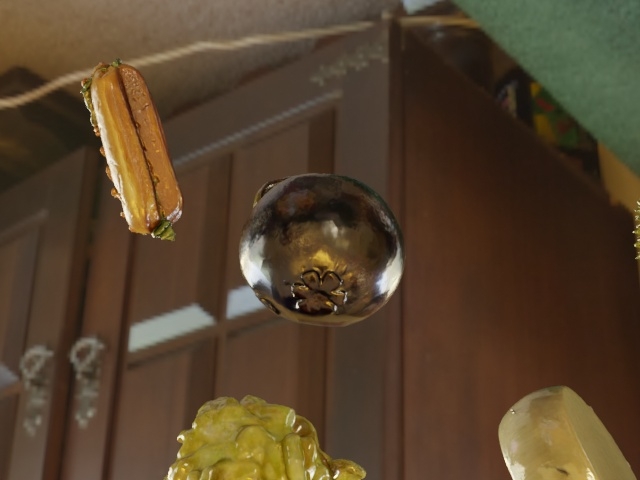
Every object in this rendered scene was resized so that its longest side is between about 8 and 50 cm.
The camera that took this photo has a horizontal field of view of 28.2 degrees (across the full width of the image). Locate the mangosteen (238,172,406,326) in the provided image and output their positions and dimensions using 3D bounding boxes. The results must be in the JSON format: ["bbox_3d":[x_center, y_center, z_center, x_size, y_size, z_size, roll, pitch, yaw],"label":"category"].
[{"bbox_3d":[0.000,0.000,1.498,0.194,0.230,0.194,-2,118,-4],"label":"mangosteen"}]

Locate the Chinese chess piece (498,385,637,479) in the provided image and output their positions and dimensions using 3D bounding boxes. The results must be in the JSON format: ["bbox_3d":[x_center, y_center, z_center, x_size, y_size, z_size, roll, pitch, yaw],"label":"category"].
[{"bbox_3d":[0.343,0.320,1.691,0.102,0.273,0.273,-33,142,16],"label":"Chinese chess piece"}]

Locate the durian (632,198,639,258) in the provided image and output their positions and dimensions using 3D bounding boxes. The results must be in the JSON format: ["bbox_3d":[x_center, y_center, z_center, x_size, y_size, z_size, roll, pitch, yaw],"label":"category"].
[{"bbox_3d":[0.530,-0.030,1.587,0.291,0.291,0.225,-9,151,20],"label":"durian"}]

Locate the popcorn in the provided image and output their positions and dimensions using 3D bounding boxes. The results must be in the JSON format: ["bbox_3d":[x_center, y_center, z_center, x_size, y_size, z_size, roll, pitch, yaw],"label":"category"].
[{"bbox_3d":[-0.067,0.277,1.462,0.216,0.181,0.235,19,172,7],"label":"popcorn"}]

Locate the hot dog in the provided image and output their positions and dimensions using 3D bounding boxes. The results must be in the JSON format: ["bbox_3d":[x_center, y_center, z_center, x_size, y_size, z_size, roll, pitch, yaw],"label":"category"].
[{"bbox_3d":[-0.186,-0.087,1.264,0.055,0.188,0.072,-12,-174,35],"label":"hot dog"}]
